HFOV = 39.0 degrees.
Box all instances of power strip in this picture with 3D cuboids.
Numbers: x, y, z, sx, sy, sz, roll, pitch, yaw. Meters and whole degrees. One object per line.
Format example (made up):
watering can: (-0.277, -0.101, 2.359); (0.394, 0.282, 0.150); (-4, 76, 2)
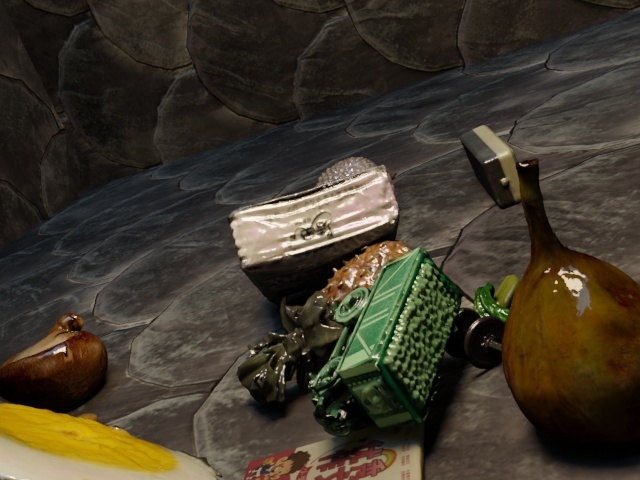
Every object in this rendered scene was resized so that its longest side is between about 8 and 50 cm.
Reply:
power strip: (0.338, -0.146, 1.760); (0.070, 0.105, 0.257); (-25, 17, 8)

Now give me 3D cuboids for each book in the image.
book: (0.009, 0.274, 1.042); (0.231, 0.022, 0.162); (-20, 17, 13)

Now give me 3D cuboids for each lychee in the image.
lychee: (0.075, -0.089, 1.834); (0.197, 0.165, 0.165); (-18, 16, -10)

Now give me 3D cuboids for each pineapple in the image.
pineapple: (0.017, 0.122, 1.314); (0.310, 0.141, 0.170); (-35, 44, -14)

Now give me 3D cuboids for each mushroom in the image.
mushroom: (-0.478, 0.236, 1.629); (0.194, 0.138, 0.231); (-41, 10, -13)

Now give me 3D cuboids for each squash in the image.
squash: (0.263, 0.081, 1.296); (0.027, 0.027, 0.083); (-10, 21, 36)

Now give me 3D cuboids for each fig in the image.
fig: (0.283, 0.061, 0.937); (0.190, 0.290, 0.190); (1, 6, 0)

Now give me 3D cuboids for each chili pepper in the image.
chili pepper: (0.256, 0.097, 1.190); (0.050, 0.073, 0.182); (-4, 2, -24)

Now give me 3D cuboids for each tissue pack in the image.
tissue pack: (0.000, 0.000, 1.486); (0.259, 0.122, 0.361); (-20, -12, 0)

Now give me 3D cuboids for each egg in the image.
egg: (-0.280, 0.310, 0.978); (0.337, 0.201, 0.337); (13, -3, 1)

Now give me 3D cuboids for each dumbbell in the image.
dumbbell: (0.199, 0.125, 1.171); (0.069, 0.069, 0.147); (-29, 18, -19)

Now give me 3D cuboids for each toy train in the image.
toy train: (0.079, 0.131, 1.124); (0.154, 0.115, 0.269); (-23, 23, 34)

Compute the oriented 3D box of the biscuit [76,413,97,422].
biscuit: (-0.438, 0.341, 1.385); (0.238, 0.041, 0.212); (-21, 19, 3)
